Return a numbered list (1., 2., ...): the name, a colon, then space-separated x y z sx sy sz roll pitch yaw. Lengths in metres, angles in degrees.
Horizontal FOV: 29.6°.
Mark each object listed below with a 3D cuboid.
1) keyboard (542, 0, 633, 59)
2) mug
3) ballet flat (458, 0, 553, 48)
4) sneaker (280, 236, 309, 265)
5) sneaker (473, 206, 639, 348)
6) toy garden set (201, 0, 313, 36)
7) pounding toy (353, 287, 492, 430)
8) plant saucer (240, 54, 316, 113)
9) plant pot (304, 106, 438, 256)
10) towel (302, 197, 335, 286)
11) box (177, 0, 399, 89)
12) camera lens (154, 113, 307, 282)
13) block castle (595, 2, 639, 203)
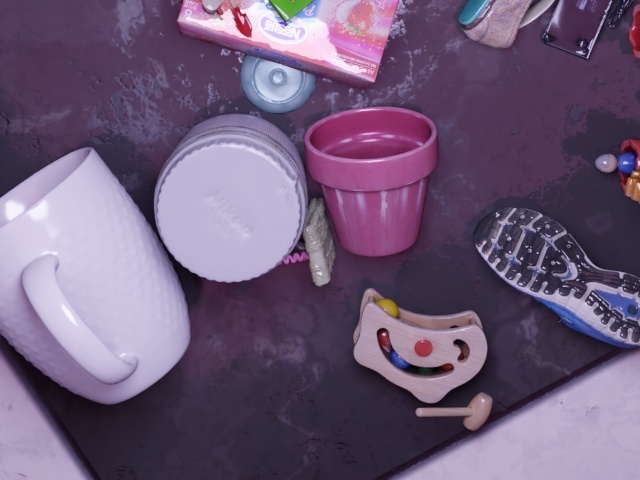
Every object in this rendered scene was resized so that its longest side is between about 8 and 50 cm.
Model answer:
1. keyboard: 0.423 -0.370 1.860 0.108 0.023 0.180 22 102 1
2. mug: -0.348 0.083 1.768 0.276 0.374 0.328 -34 107 1
3. ballet flat: 0.334 -0.423 1.814 0.106 0.107 0.316 30 108 -19
4. sneaker: -0.063 0.012 1.929 0.119 0.047 0.057 -8 86 -3
5. sneaker: 0.379 0.074 1.901 0.330 0.147 0.130 35 73 12
6. toy garden set: -0.121 -0.400 1.681 0.204 0.049 0.244 -39 93 -6
7. pounding toy: 0.178 0.180 1.910 0.269 0.155 0.154 31 105 -8
8. plant saucer: -0.066 -0.254 1.875 0.119 0.021 0.119 0 103 -1
9. plant pot: 0.083 -0.084 1.840 0.201 0.201 0.180 -7 119 0
10. towel: 0.000 0.000 1.869 0.027 0.148 0.110 -10 108 11
11. box: -0.048 -0.338 1.783 0.300 0.142 0.154 17 91 -5
12. camera lens: -0.129 -0.066 1.786 0.219 0.274 0.219 0 103 -1
13. block castle: 0.553 -0.171 1.694 0.213 0.453 0.303 0 104 -9
